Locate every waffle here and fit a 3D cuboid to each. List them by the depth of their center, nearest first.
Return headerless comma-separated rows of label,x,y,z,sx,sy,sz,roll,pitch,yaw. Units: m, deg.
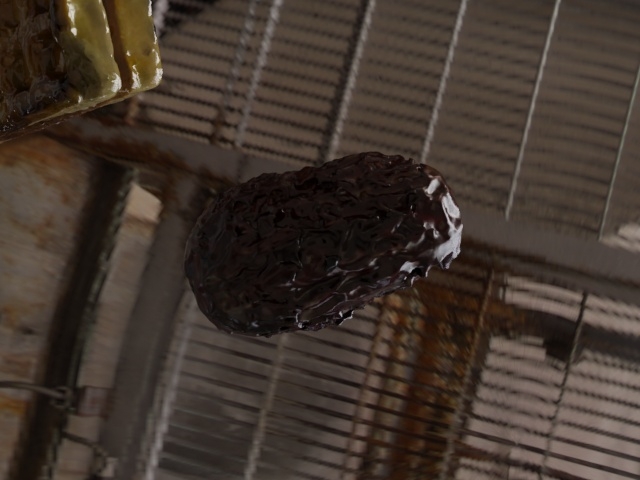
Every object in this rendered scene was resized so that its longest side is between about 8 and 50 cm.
waffle,-0.115,-0.087,0.567,0.042,0.148,0.102,-11,-91,-37

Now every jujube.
jujube,-0.001,-0.003,0.923,0.166,0.104,0.104,-23,-100,1
